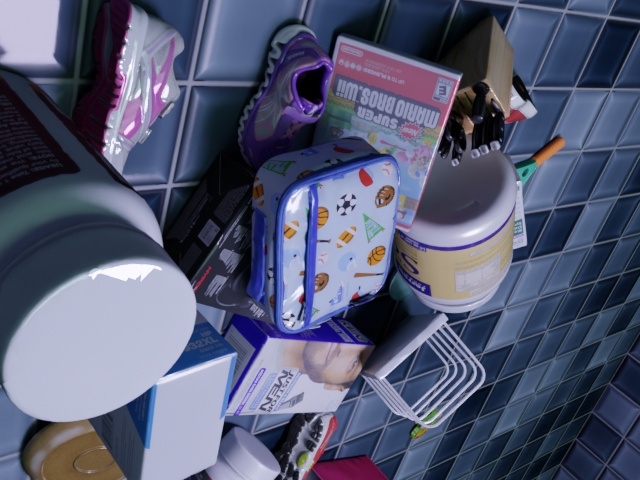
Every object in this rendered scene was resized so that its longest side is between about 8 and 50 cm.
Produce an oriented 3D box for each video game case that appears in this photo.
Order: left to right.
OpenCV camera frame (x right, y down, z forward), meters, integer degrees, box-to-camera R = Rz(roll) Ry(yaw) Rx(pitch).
[{"bbox_3d":[0.091,-0.171,1.218,0.025,0.204,0.285,-52,160,-56],"label":"video game case"}]

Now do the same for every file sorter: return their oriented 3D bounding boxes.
[{"bbox_3d":[0.215,0.287,1.647,0.193,0.173,0.278,-41,180,-10],"label":"file sorter"}]

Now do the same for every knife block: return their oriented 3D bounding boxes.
[{"bbox_3d":[0.278,-0.255,1.270,0.276,0.242,0.088,-44,121,-6],"label":"knife block"}]

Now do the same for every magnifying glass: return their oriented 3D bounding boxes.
[{"bbox_3d":[0.481,-0.166,1.737,0.231,0.026,0.092,-39,142,-13],"label":"magnifying glass"}]

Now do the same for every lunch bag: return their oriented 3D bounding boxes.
[{"bbox_3d":[0.000,0.000,1.159,0.243,0.115,0.303,-21,131,-31],"label":"lunch bag"}]

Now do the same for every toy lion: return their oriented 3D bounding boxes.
[{"bbox_3d":[0.307,0.543,2.193,0.100,0.034,0.096,-28,146,-25],"label":"toy lion"}]

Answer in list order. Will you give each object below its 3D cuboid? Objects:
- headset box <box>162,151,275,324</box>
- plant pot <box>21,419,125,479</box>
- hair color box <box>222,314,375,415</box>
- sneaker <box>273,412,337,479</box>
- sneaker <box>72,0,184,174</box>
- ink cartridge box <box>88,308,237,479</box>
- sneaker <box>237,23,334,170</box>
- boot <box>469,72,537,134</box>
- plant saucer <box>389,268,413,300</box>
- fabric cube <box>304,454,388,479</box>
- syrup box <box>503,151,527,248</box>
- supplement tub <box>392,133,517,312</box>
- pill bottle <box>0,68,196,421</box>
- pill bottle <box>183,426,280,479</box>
[{"bbox_3d":[-0.102,0.012,1.249,0.293,0.110,0.218,24,104,-51],"label":"headset box"},{"bbox_3d":[-0.392,0.372,1.298,0.236,0.032,0.236,-15,137,-15],"label":"plant pot"},{"bbox_3d":[-0.059,0.249,1.507,0.339,0.110,0.185,12,113,-51],"label":"hair color box"},{"bbox_3d":[-0.045,0.520,1.768,0.279,0.107,0.118,-56,151,15],"label":"sneaker"},{"bbox_3d":[-0.238,-0.175,0.957,0.111,0.103,0.252,0,123,-43],"label":"sneaker"},{"bbox_3d":[-0.267,0.165,1.062,0.129,0.307,0.223,-16,132,-38],"label":"ink cartridge box"},{"bbox_3d":[-0.046,-0.198,1.124,0.095,0.104,0.236,-5,127,-44],"label":"sneaker"},{"bbox_3d":[0.328,-0.250,1.480,0.176,0.088,0.244,-32,171,26],"label":"boot"},{"bbox_3d":[0.195,0.081,1.675,0.119,0.021,0.119,-26,137,-27],"label":"plant saucer"},{"bbox_3d":[0.062,0.748,1.942,0.258,0.259,0.254,14,111,-49],"label":"fabric cube"},{"bbox_3d":[0.393,-0.075,1.650,0.093,0.096,0.237,-17,140,6],"label":"syrup box"},{"bbox_3d":[0.254,-0.022,1.449,0.241,0.241,0.331,-38,148,-13],"label":"supplement tub"},{"bbox_3d":[-0.308,-0.008,0.795,0.224,0.392,0.224,-26,137,-26],"label":"pill bottle"},{"bbox_3d":[-0.227,0.538,1.550,0.283,0.161,0.161,-48,143,0],"label":"pill bottle"}]
